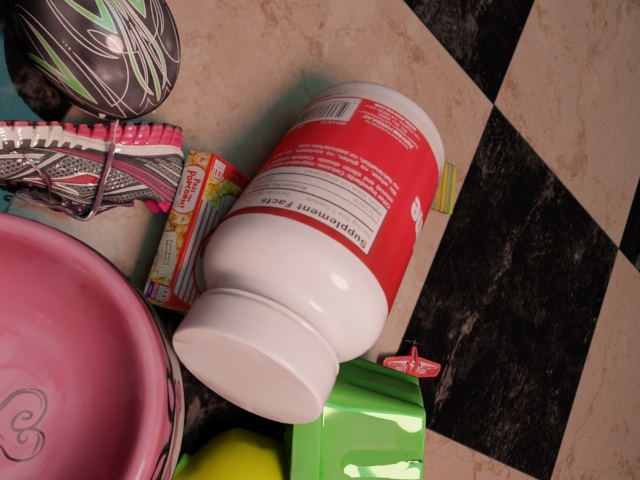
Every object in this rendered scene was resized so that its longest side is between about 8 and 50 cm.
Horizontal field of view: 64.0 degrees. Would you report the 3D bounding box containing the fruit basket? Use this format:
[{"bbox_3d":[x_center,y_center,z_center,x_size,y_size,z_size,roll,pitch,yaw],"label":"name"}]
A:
[{"bbox_3d":[-0.043,0.347,0.721,0.391,0.283,0.393,0,91,8],"label":"fruit basket"}]

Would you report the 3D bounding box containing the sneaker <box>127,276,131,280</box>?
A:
[{"bbox_3d":[-0.294,0.128,0.597,0.209,0.069,0.082,-33,111,-30],"label":"sneaker"}]

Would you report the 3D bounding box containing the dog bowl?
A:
[{"bbox_3d":[-0.315,0.151,0.436,0.407,0.150,0.409,8,66,-19],"label":"dog bowl"}]

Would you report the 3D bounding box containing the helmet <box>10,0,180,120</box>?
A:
[{"bbox_3d":[-0.236,-0.221,0.559,0.169,0.161,0.169,-42,153,-27],"label":"helmet"}]

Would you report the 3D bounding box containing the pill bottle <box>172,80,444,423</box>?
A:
[{"bbox_3d":[0.000,0.000,0.645,0.229,0.228,0.408,50,49,-26],"label":"pill bottle"}]

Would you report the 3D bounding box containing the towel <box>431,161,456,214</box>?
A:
[{"bbox_3d":[0.165,-0.122,0.945,0.237,0.021,0.102,14,79,-34],"label":"towel"}]

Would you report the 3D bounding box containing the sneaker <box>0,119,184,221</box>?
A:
[{"bbox_3d":[-0.287,-0.074,0.562,0.299,0.120,0.112,-8,100,-36],"label":"sneaker"}]

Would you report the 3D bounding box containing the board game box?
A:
[{"bbox_3d":[-0.143,0.000,0.677,0.146,0.045,0.194,30,74,-63],"label":"board game box"}]

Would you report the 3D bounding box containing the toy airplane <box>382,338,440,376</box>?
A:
[{"bbox_3d":[0.162,0.259,0.954,0.151,0.028,0.151,-2,93,-34],"label":"toy airplane"}]
